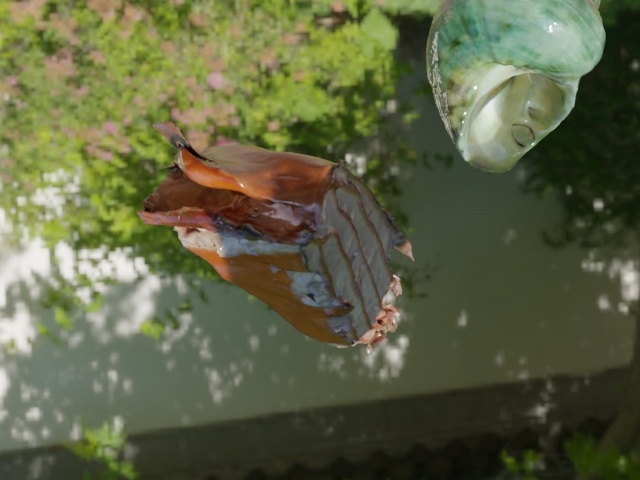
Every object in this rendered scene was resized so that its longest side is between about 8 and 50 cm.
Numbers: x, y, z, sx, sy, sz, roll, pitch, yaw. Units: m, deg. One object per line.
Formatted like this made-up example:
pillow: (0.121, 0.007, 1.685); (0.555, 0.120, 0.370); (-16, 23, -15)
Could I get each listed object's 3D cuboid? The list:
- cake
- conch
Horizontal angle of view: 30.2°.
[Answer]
cake: (-0.002, 0.006, 0.853); (0.135, 0.098, 0.287); (2, 160, 39)
conch: (0.178, -0.168, 1.075); (0.188, 0.176, 0.122); (-35, -151, 24)
